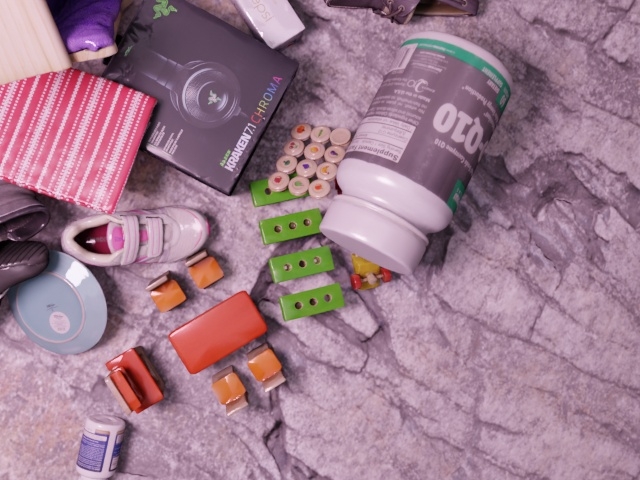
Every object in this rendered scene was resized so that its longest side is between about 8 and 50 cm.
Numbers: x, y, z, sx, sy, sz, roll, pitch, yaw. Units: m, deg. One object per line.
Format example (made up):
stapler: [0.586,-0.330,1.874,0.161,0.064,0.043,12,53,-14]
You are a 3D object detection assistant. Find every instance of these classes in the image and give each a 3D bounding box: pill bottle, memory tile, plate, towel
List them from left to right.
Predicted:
towel: [-0.410,-0.171,1.113,0.275,0.031,0.198,19,85,-3]
plate: [-0.440,0.107,1.210,0.188,0.024,0.188,4,108,14]
pill bottle: [-0.376,0.362,1.244,0.067,0.067,0.120,12,90,-7]
memory tile: [-0.017,-0.138,1.252,0.113,0.012,0.148,13,63,18]
pill bottle: [0.153,-0.140,1.208,0.204,0.204,0.360,28,83,-7]

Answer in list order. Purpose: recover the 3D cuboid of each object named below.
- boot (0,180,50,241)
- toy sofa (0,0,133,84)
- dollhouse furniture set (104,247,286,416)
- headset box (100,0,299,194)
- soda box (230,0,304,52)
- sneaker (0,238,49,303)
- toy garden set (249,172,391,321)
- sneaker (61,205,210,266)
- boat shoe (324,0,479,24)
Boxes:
boot: [-0.607,-0.060,1.111,0.338,0.118,0.222,-22,65,-16]
toy sofa: [-0.390,-0.366,1.063,0.177,0.362,0.150,-14,122,1]
dollhouse furniture set: [-0.217,0.181,1.223,0.259,0.135,0.262,-32,95,-5]
headset box: [-0.217,-0.245,1.213,0.283,0.131,0.246,29,88,-6]
soda box: [-0.117,-0.425,1.251,0.074,0.069,0.216,-35,95,-5]
sneaker: [-0.566,0.096,1.184,0.331,0.122,0.146,-15,108,14]
toy garden set: [0.000,0.000,1.286,0.204,0.049,0.244,-13,85,-16]
sneaker: [-0.310,-0.001,1.219,0.253,0.111,0.102,-9,93,-7]
boat shoe: [0.144,-0.421,1.267,0.286,0.103,0.092,-7,88,-12]
